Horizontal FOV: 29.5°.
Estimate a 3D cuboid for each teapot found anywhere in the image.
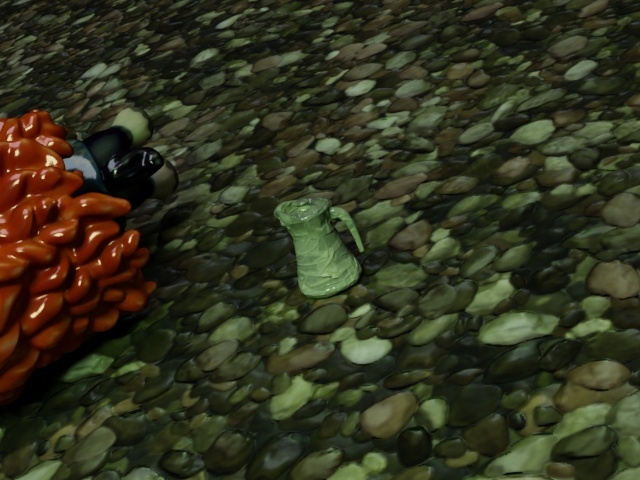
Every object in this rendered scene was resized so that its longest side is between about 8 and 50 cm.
[{"bbox_3d":[0.000,0.000,1.035,0.067,0.083,0.057,-20,23,9],"label":"teapot"}]

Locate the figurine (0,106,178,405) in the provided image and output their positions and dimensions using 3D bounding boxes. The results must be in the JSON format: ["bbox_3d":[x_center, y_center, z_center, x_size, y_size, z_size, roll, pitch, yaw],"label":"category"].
[{"bbox_3d":[-0.296,-0.003,1.134,0.306,0.241,0.411,-9,19,6],"label":"figurine"}]
